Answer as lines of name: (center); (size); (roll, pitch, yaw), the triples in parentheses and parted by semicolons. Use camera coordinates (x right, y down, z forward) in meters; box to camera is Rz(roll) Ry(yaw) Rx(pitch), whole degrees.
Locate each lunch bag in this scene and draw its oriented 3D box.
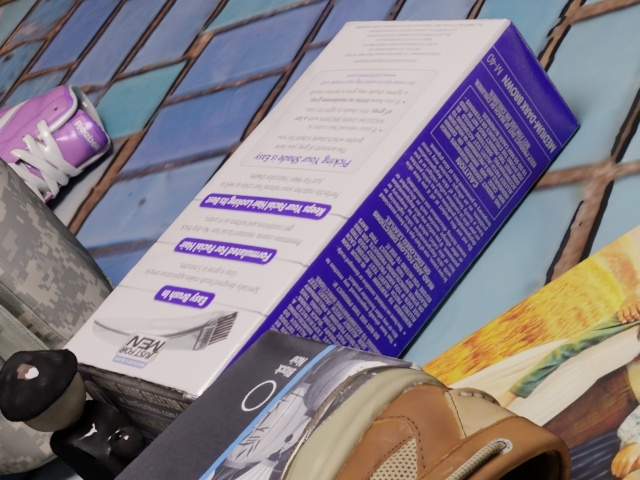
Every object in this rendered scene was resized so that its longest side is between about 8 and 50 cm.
lunch bag: (-0.294, 0.030, 1.370); (0.212, 0.305, 0.256); (-49, 25, -12)

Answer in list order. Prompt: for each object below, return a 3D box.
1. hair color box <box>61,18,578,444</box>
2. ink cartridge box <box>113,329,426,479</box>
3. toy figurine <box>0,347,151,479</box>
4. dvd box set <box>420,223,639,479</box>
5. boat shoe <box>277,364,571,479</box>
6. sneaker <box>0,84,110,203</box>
hair color box: (0.000, 0.000, 1.249); (0.339, 0.110, 0.185); (-49, 30, -22)
ink cartridge box: (-0.085, 0.184, 0.962); (0.332, 0.065, 0.165); (-46, 25, -20)
toy figurine: (-0.203, 0.193, 1.164); (0.213, 0.148, 0.209); (-30, 28, 17)
dvd box set: (0.206, 0.082, 0.909); (0.420, 0.062, 0.307); (-34, 28, 12)
boat shoe: (0.008, 0.193, 0.805); (0.120, 0.122, 0.324); (8, 56, 37)
sneaker: (-0.280, -0.057, 1.703); (0.161, 0.102, 0.282); (-23, 31, 23)
